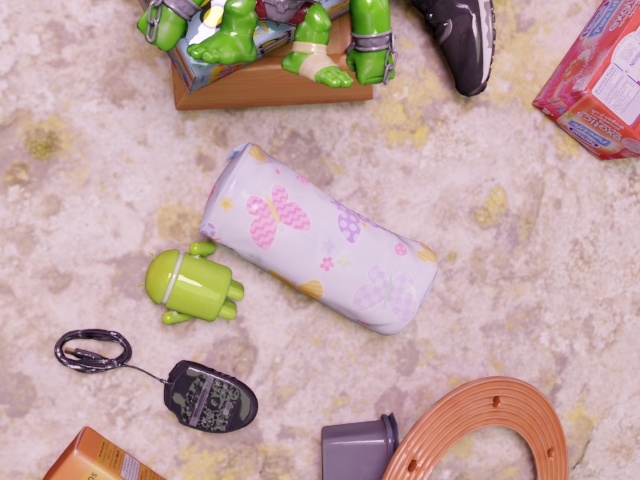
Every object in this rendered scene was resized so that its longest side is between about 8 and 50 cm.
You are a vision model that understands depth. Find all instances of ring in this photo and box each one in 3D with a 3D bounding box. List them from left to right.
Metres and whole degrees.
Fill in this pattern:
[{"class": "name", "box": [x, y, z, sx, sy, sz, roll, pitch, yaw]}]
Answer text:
[{"class": "ring", "box": [0.182, 0.326, 0.852, 0.337, 0.032, 0.336, -5, 100, -33]}]

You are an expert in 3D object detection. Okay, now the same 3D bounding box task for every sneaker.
[{"class": "sneaker", "box": [0.126, -0.303, 0.827, 0.124, 0.107, 0.283, -9, 92, 4]}]

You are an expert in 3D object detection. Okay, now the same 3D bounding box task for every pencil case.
[{"class": "pencil case", "box": [0.000, 0.000, 0.801, 0.273, 0.113, 0.124, 29, 78, -12]}]

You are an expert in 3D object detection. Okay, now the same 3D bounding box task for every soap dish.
[{"class": "soap dish", "box": [-0.054, -0.295, 0.767, 0.229, 0.118, 0.290, -5, 94, -11]}]

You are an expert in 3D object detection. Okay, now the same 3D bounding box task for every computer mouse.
[{"class": "computer mouse", "box": [-0.187, 0.158, 0.817, 0.242, 0.041, 0.071, 24, 90, -5]}]

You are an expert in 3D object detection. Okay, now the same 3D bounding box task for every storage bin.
[{"class": "storage bin", "box": [0.047, 0.282, 0.845, 0.091, 0.098, 0.135, -2, 94, -1]}]

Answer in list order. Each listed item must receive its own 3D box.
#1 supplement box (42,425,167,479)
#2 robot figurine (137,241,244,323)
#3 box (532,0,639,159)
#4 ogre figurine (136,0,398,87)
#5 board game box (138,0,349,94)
[{"class": "supplement box", "box": [-0.199, 0.314, 0.800, 0.233, 0.080, 0.078, 39, 88, -13]}, {"class": "robot figurine", "box": [-0.145, 0.051, 0.798, 0.115, 0.067, 0.101, 20, 101, -12]}, {"class": "box", "box": [0.399, -0.237, 0.860, 0.128, 0.122, 0.257, 36, 86, -12]}, {"class": "ogre figurine", "box": [-0.029, -0.187, 0.531, 0.197, 0.097, 0.118, 12, 112, 0]}, {"class": "board game box", "box": [-0.030, -0.264, 0.640, 0.275, 0.142, 0.144, -29, 101, -9]}]
